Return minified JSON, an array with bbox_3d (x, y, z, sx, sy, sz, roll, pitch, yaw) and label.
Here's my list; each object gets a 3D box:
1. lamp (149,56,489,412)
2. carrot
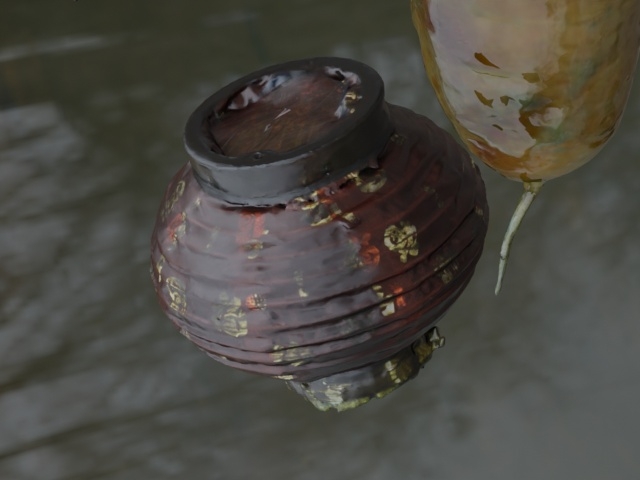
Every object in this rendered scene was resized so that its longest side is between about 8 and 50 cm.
[{"bbox_3d":[0.000,0.000,1.309,0.247,0.247,0.247,39,136,51],"label":"lamp"},{"bbox_3d":[0.025,-0.106,0.269,0.078,0.078,0.298,47,156,44],"label":"carrot"}]
